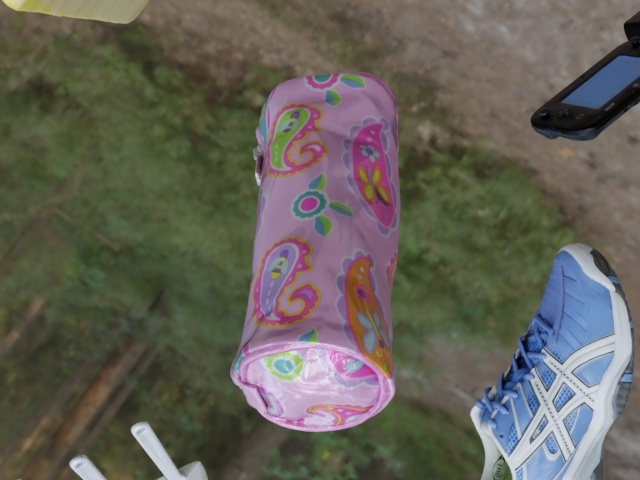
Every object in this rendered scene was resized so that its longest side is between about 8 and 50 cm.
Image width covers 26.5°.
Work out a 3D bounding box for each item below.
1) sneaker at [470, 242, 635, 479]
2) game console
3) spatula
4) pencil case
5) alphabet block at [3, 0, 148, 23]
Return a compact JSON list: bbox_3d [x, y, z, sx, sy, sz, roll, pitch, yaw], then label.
[{"bbox_3d":[0.150,0.105,0.903,0.081,0.211,0.080,6,-173,-17],"label":"sneaker"},{"bbox_3d":[0.407,-0.224,1.616,0.213,0.361,0.044,9,132,59],"label":"game console"},{"bbox_3d":[-0.197,0.238,1.293,0.242,0.168,0.019,75,169,-60],"label":"spatula"},{"bbox_3d":[0.000,0.000,1.029,0.124,0.284,0.124,2,142,1],"label":"pencil case"},{"bbox_3d":[-0.211,-0.326,1.176,0.192,0.197,0.193,50,-158,15],"label":"alphabet block"}]
